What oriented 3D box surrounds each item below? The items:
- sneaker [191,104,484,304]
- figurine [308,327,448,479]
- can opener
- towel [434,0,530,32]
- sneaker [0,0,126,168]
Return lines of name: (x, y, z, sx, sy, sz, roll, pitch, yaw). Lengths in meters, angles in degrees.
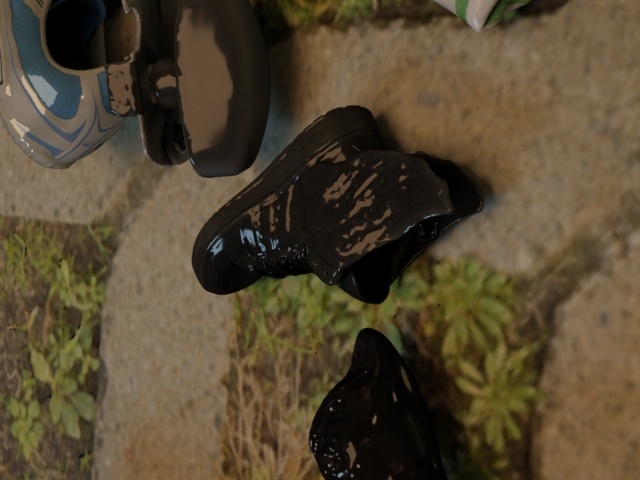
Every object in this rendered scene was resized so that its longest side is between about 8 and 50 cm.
sneaker: (0.002, 0.000, 0.648, 0.170, 0.051, 0.089, -45, 59, 33)
figurine: (0.022, 0.184, 0.634, 0.215, 0.092, 0.209, -55, 51, 33)
can opener: (-0.081, -0.173, 0.682, 0.093, 0.074, 0.280, -5, 102, 17)
towel: (0.018, -0.271, 0.617, 0.325, 0.038, 0.248, 41, 121, 33)
sneaker: (-0.178, -0.149, 0.796, 0.086, 0.085, 0.237, -37, 63, 11)
